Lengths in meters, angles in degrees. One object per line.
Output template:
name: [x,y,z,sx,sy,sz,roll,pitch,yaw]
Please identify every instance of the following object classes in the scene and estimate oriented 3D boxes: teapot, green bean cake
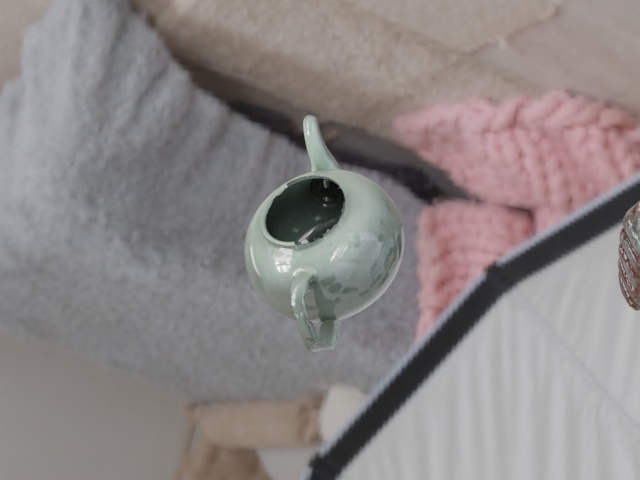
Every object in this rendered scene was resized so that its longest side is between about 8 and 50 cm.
teapot: [0.000,0.000,1.671,0.193,0.294,0.129,-11,138,19]
green bean cake: [0.552,-0.004,2.084,0.233,0.097,0.198,-17,143,0]
